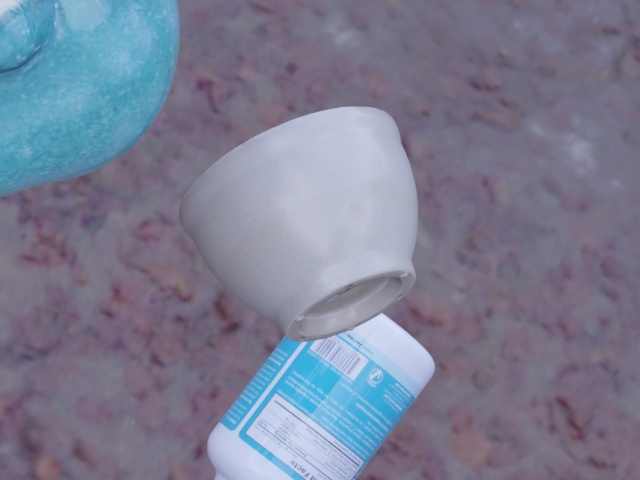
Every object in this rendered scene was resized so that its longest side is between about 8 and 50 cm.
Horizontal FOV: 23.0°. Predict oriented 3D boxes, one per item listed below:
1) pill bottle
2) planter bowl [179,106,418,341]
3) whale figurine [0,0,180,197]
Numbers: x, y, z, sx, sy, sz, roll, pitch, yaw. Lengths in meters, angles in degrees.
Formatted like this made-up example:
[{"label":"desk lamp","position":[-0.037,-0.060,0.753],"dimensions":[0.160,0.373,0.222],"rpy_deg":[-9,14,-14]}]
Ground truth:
[{"label":"pill bottle","position":[-0.015,0.186,1.585],"dimensions":[0.146,0.146,0.264],"rpy_deg":[37,83,8]},{"label":"planter bowl","position":[0.000,0.000,1.060],"dimensions":[0.162,0.162,0.109],"rpy_deg":[-12,67,-33]},{"label":"whale figurine","position":[-0.182,-0.066,0.805],"dimensions":[0.141,0.216,0.272],"rpy_deg":[50,59,-12]}]
